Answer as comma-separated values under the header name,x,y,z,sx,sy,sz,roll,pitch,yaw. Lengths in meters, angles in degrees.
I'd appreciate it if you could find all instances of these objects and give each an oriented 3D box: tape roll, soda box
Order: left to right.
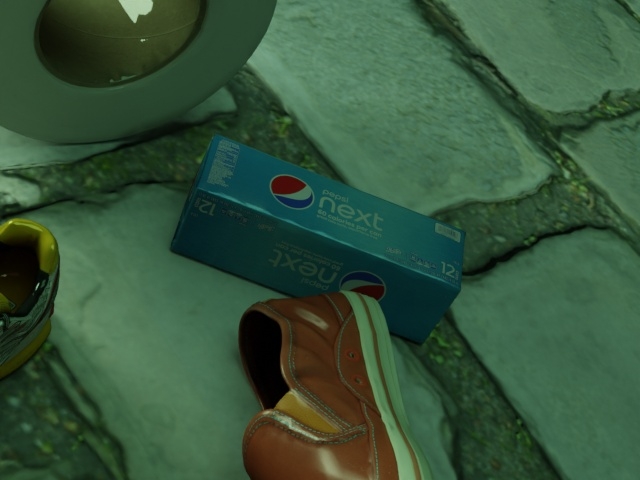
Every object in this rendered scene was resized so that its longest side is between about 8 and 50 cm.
name,x,y,z,sx,sy,sz,roll,pitch,yaw
tape roll,-0.174,-0.215,0.892,0.246,0.246,0.169,-7,53,-33
soda box,0.000,0.000,0.904,0.210,0.071,0.067,21,42,-8

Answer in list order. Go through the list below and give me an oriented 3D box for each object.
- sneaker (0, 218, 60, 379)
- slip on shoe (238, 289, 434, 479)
name,x,y,z,sx,sy,sz,roll,pitch,yaw
sneaker,-0.232,0.063,0.705,0.088,0.092,0.225,30,43,1
slip on shoe,0.003,0.143,0.720,0.101,0.123,0.331,4,32,-11
